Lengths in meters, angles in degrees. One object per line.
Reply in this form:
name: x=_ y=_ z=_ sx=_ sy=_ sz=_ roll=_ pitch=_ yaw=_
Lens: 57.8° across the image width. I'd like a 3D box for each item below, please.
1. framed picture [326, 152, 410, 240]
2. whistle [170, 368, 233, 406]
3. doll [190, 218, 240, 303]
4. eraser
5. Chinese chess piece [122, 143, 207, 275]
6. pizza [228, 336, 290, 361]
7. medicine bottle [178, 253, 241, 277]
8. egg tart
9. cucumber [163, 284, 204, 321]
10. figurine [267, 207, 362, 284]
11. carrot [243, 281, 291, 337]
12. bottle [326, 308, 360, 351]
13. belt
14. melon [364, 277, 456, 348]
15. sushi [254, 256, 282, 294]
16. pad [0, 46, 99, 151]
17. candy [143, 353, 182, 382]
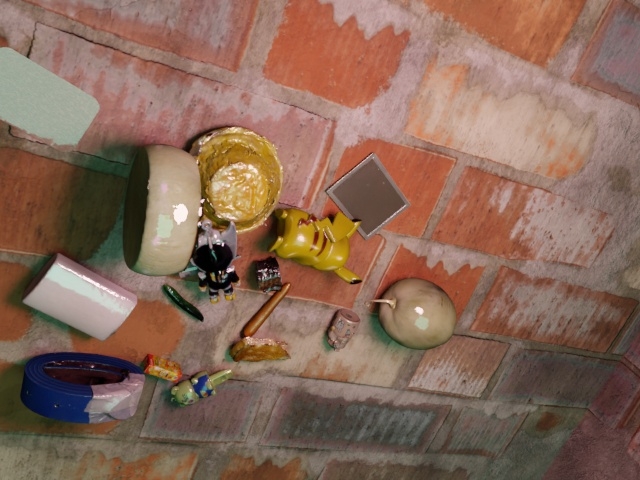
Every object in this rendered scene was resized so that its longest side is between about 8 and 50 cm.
framed picture: x=0.161 y=-0.140 z=1.904 sx=0.197 sy=0.014 sz=0.252 roll=-39 pitch=123 yaw=3
whistle: x=-0.408 y=0.504 z=2.002 sx=0.228 sy=0.085 sz=0.105 roll=-23 pitch=131 yaw=-8
doll: x=-0.309 y=0.061 z=1.720 sx=0.146 sy=0.103 sz=0.316 roll=5 pitch=129 yaw=11
eraser: x=-0.707 y=0.172 z=1.710 sx=0.270 sy=0.094 sz=0.174 roll=37 pitch=100 yaw=-32
Chinese chess piece: x=-0.421 y=-0.078 z=1.528 sx=0.147 sy=0.349 sz=0.349 roll=5 pitch=115 yaw=-29
pizza: x=-0.200 y=0.369 z=2.005 sx=0.227 sy=0.069 sz=0.147 roll=0 pitch=142 yaw=-19
medicine bottle: x=-0.345 y=0.069 z=1.808 sx=0.199 sy=0.057 sz=0.057 roll=-13 pitch=120 yaw=-13
egg tart: x=-0.249 y=-0.158 z=1.678 sx=0.342 sy=0.132 sz=0.341 roll=-8 pitch=118 yaw=-16
cucumber: x=-0.440 y=0.203 z=1.861 sx=0.036 sy=0.033 sz=0.184 roll=-25 pitch=126 yaw=24
figurine: x=-0.006 y=-0.002 z=1.827 sx=0.327 sy=0.169 sz=0.218 roll=25 pitch=69 yaw=-41
carrot: x=-0.180 y=0.236 z=1.967 sx=0.043 sy=0.043 sz=0.248 roll=37 pitch=99 yaw=-31
bottle: x=0.074 y=0.330 z=2.078 sx=0.099 sy=0.099 sz=0.152 roll=17 pitch=110 yaw=-27
belt: x=-0.727 y=0.449 z=1.782 sx=0.347 sy=0.212 sz=0.117 roll=12 pitch=110 yaw=-20
melon: x=0.343 y=0.259 z=2.045 sx=0.271 sy=0.272 sz=0.308 roll=-52 pitch=149 yaw=11
sushi: x=-0.170 y=0.110 z=1.874 sx=0.084 sy=0.094 sz=0.098 roll=-10 pitch=136 yaw=-11
pad: x=-0.722 y=-0.352 z=1.478 sx=0.266 sy=0.002 sz=0.176 roll=31 pitch=104 yaw=-30
candy: x=-0.526 y=0.426 z=1.930 sx=0.122 sy=0.062 sz=0.038 roll=28 pitch=105 yaw=-30
